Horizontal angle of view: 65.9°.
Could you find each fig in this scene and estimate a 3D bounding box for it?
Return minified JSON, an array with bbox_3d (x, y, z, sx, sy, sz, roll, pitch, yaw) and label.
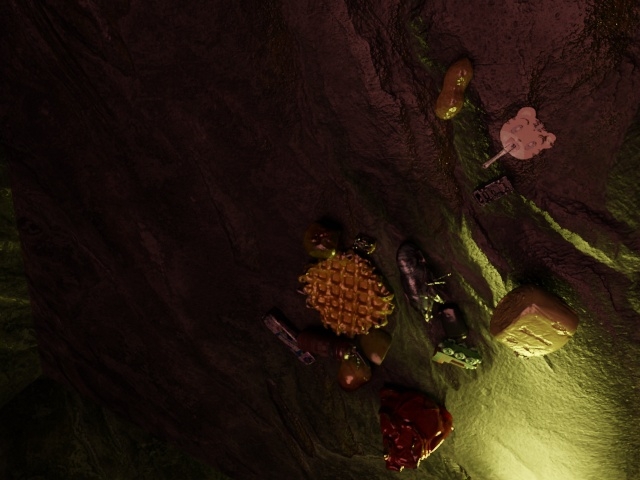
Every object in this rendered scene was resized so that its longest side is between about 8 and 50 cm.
[{"bbox_3d":[0.000,0.000,1.895,0.154,0.144,0.166,44,142,-16],"label":"fig"},{"bbox_3d":[0.129,0.547,2.160,0.160,0.143,0.230,-25,100,2],"label":"fig"}]

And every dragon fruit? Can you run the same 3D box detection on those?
[{"bbox_3d":[0.374,0.771,2.067,0.286,0.329,0.227,-12,106,32],"label":"dragon fruit"}]

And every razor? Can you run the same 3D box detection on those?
[{"bbox_3d":[0.506,0.310,1.890,0.090,0.054,0.148,-14,112,27],"label":"razor"}]

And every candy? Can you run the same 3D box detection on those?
[{"bbox_3d":[-0.138,0.442,2.269,0.312,0.061,0.088,46,129,-5],"label":"candy"}]

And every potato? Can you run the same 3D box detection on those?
[{"bbox_3d":[0.213,0.429,2.056,0.149,0.120,0.081,21,126,12],"label":"potato"}]

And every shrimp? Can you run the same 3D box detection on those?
[{"bbox_3d":[0.388,0.173,1.805,0.172,0.137,0.372,-13,112,49],"label":"shrimp"}]

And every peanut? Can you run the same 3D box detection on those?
[{"bbox_3d":[0.397,-0.448,1.467,0.089,0.089,0.192,20,127,14],"label":"peanut"}]

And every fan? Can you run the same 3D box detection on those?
[{"bbox_3d":[0.589,-0.294,1.519,0.152,0.008,0.227,47,126,-7],"label":"fan"}]

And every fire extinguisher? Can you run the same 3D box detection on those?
[{"bbox_3d":[0.061,0.471,2.115,0.344,0.102,0.138,6,114,39],"label":"fire extinguisher"}]

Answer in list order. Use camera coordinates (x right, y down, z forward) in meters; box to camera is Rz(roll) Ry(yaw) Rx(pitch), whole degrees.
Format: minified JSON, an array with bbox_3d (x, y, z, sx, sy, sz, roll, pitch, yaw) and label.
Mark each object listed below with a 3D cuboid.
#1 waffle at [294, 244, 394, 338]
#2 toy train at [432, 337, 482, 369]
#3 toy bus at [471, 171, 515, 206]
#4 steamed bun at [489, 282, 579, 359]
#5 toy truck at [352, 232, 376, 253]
[{"bbox_3d":[0.103,0.213,2.001,0.380,0.095,0.382,-33,98,35],"label":"waffle"},{"bbox_3d":[0.541,0.454,1.953,0.176,0.074,0.118,22,135,7],"label":"toy train"},{"bbox_3d":[0.550,-0.165,1.572,0.123,0.075,0.060,-29,103,36],"label":"toy bus"},{"bbox_3d":[0.728,0.271,1.698,0.232,0.166,0.273,24,132,-4],"label":"steamed bun"},{"bbox_3d":[0.170,0.010,1.869,0.083,0.054,0.049,24,126,11],"label":"toy truck"}]
